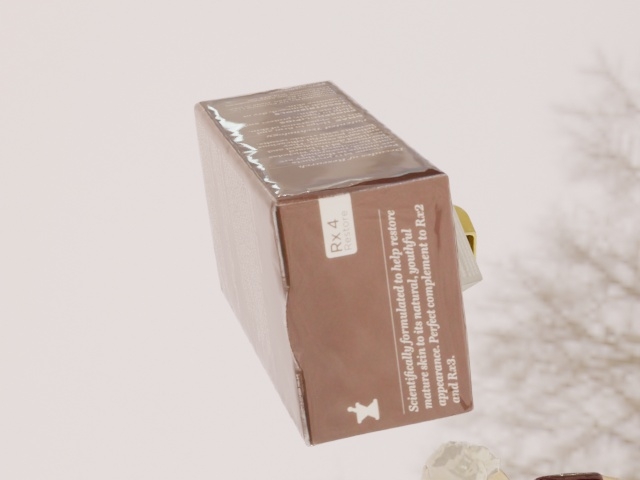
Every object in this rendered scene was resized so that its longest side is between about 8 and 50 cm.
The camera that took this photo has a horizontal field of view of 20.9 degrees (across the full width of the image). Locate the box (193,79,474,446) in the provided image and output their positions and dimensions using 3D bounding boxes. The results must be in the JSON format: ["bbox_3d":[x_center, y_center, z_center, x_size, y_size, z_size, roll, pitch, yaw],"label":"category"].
[{"bbox_3d":[0.000,0.000,1.407,0.381,0.143,0.191,-124,25,-70],"label":"box"}]

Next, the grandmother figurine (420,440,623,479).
[{"bbox_3d":[0.244,0.316,1.712,0.208,0.342,0.104,-54,-2,-31],"label":"grandmother figurine"}]

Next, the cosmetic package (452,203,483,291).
[{"bbox_3d":[0.033,0.027,1.788,0.238,0.107,0.127,-14,-102,-28],"label":"cosmetic package"}]

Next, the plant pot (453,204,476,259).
[{"bbox_3d":[0.148,-0.001,2.160,0.083,0.081,0.081,-96,2,-51],"label":"plant pot"}]
